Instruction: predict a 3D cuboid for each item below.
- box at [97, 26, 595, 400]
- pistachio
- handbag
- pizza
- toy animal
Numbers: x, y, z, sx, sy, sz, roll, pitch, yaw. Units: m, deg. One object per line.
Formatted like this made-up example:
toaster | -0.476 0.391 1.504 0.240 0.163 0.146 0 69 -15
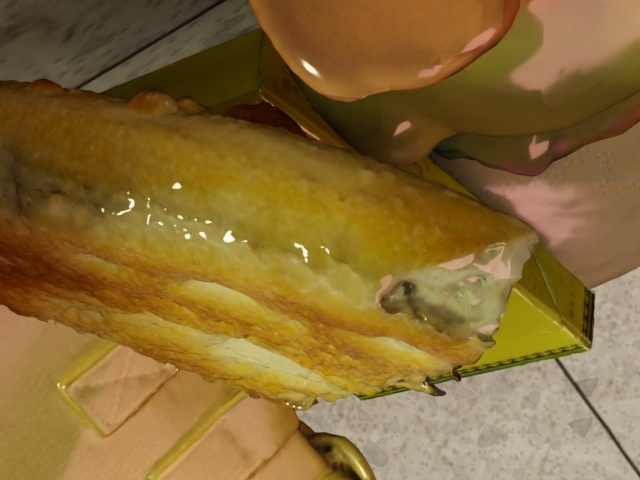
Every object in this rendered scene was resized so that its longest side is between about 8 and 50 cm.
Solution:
box | -0.001 0.000 0.940 0.153 0.041 0.279 -17 144 34
pistachio | 0.107 -0.072 1.071 0.331 0.208 0.226 9 122 -33
handbag | -0.130 0.152 1.070 0.283 0.401 0.133 -38 -145 -2
pizza | -0.054 0.001 0.791 0.226 0.335 0.086 42 61 -53
toy animal | 0.078 -0.136 0.789 0.216 0.191 0.338 -29 172 11
